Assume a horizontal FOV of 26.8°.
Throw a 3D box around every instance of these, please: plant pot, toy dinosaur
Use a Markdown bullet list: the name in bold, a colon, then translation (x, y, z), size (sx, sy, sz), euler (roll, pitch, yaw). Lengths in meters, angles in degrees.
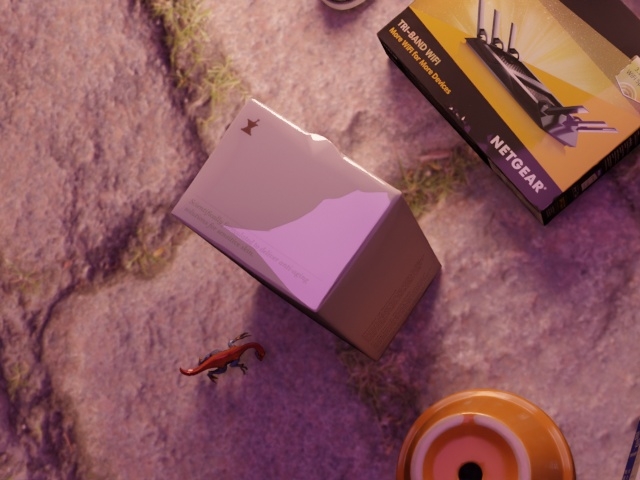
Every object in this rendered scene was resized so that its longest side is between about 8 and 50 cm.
- **plant pot**: translation (0.175, 0.260, 1.487), size (0.205, 0.188, 0.205), euler (-3, 77, 13)
- **toy dinosaur**: translation (-0.110, 0.148, 1.645), size (0.082, 0.090, 0.047), euler (-29, 88, 38)

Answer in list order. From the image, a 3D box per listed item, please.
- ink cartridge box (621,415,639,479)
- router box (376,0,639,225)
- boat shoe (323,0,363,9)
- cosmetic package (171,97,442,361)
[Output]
- **ink cartridge box**: translation (0.338, 0.273, 1.387), size (0.072, 0.303, 0.307), euler (18, 83, 13)
- **router box**: translation (0.258, -0.212, 1.627), size (0.243, 0.081, 0.309), euler (-41, 73, 2)
- **boat shoe**: translation (0.078, -0.440, 1.713), size (0.109, 0.091, 0.305), euler (28, 86, 17)
- **cosmetic package**: translation (0.000, 0.000, 1.492), size (0.197, 0.365, 0.155), euler (34, 87, 18)
